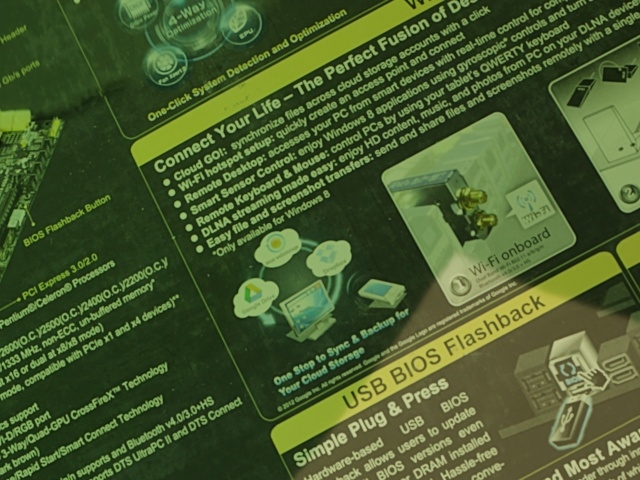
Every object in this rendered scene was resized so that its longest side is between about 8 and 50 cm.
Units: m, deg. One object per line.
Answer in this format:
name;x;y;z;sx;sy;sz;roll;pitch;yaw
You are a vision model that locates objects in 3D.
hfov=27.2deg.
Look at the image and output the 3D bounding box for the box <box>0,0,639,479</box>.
box;0.000;0.000;0.434;0.394;0.097;0.318;-29;76;1
